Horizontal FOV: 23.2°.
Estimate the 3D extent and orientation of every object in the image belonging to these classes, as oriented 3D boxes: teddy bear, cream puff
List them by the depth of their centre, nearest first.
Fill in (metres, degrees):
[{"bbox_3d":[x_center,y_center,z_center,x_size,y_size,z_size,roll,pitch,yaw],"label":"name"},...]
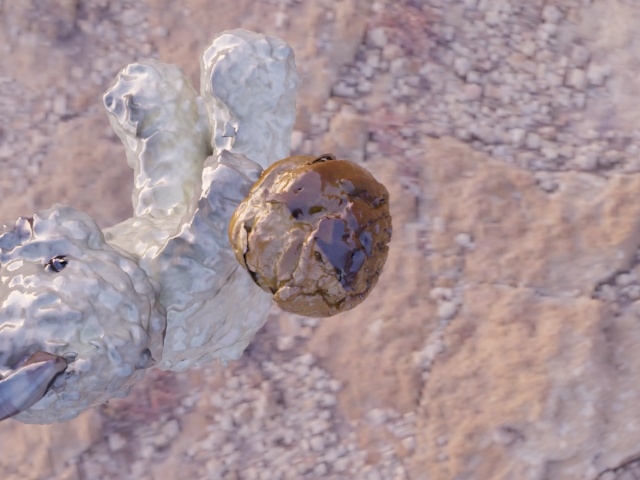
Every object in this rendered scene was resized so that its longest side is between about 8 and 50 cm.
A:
[{"bbox_3d":[0.000,0.000,1.188,0.104,0.119,0.133,10,126,46],"label":"cream puff"},{"bbox_3d":[-0.198,-0.013,1.322,0.327,0.362,0.375,-11,79,39],"label":"teddy bear"}]
